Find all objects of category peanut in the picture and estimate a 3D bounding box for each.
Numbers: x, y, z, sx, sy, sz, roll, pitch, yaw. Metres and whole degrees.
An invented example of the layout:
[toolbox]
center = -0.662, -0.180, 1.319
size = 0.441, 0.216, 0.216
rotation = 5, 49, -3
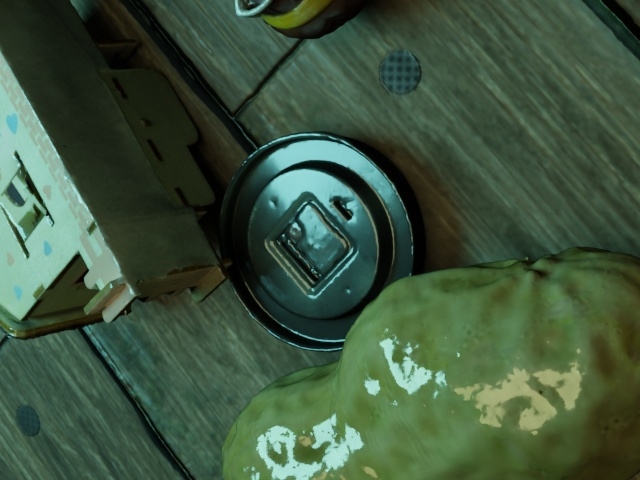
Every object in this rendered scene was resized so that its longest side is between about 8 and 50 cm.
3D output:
[peanut]
center = 0.079, 0.127, 0.627
size = 0.387, 0.169, 0.192
rotation = -33, 110, 28

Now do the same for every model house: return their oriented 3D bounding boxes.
[model house]
center = -0.243, -0.041, 0.786
size = 0.244, 0.169, 0.326
rotation = -41, 75, 35

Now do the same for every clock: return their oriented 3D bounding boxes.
[clock]
center = 0.000, 0.000, 0.724
size = 0.184, 0.040, 0.185
rotation = 6, 102, 27

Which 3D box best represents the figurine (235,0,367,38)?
[figurine]
center = -0.040, -0.265, 0.655
size = 0.174, 0.115, 0.240
rotation = -29, 79, 27
